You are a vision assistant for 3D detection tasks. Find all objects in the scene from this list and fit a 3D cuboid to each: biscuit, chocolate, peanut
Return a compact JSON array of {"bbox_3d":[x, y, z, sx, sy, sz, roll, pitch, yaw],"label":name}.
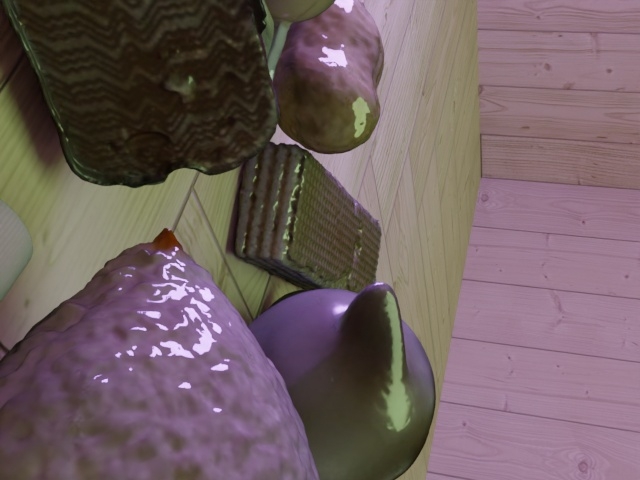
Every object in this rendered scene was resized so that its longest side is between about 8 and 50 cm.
[{"bbox_3d":[0.000,0.000,1.054,0.426,0.079,0.143,32,65,-71],"label":"biscuit"},{"bbox_3d":[-0.111,-0.143,0.515,0.214,0.149,0.093,84,-6,-46],"label":"chocolate"},{"bbox_3d":[0.005,-0.185,0.875,0.129,0.129,0.224,63,22,-62],"label":"peanut"}]

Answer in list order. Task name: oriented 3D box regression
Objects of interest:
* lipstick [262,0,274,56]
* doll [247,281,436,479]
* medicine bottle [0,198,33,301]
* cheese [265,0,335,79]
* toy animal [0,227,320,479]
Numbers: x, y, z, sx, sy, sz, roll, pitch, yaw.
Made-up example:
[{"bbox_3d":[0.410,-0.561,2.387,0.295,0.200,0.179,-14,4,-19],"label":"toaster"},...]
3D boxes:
[{"bbox_3d":[-0.101,-0.225,0.634,0.253,0.078,0.078,63,36,-64],"label":"lipstick"},{"bbox_3d":[0.005,0.164,0.822,0.226,0.215,0.370,61,-6,1],"label":"doll"},{"bbox_3d":[-0.214,0.078,0.333,0.260,0.095,0.095,-69,158,-44],"label":"medicine bottle"},{"bbox_3d":[-0.043,-0.260,0.792,0.071,0.163,0.248,0,140,-37],"label":"cheese"},{"bbox_3d":[-0.097,0.164,0.419,0.226,0.188,0.358,18,61,-55],"label":"toy animal"}]
